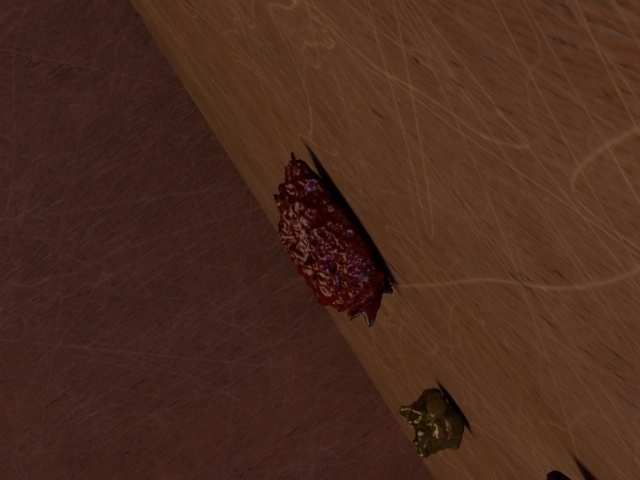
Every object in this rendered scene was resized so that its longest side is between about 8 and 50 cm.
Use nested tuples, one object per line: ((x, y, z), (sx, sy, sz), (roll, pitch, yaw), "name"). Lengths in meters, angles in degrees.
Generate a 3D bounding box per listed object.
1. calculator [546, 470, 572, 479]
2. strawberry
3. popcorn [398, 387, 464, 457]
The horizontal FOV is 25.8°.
((0.292, 0.300, 1.349), (0.126, 0.034, 0.190), (58, 172, -31), "calculator")
((0.004, 0.004, 1.835), (0.174, 0.098, 0.228), (50, 174, 43), "strawberry")
((0.175, 0.279, 2.145), (0.109, 0.089, 0.097), (56, -172, -45), "popcorn")
